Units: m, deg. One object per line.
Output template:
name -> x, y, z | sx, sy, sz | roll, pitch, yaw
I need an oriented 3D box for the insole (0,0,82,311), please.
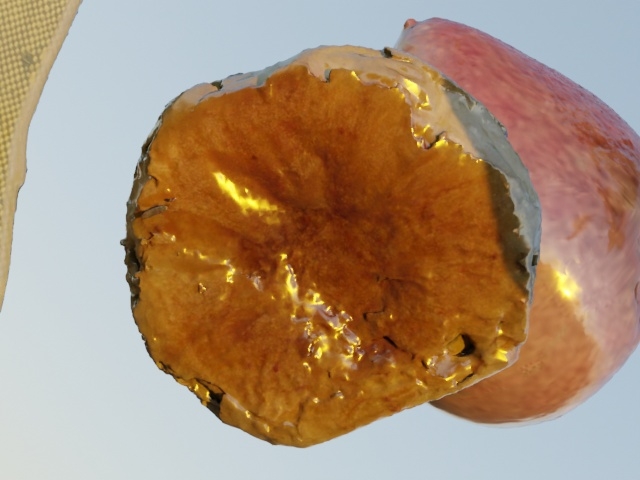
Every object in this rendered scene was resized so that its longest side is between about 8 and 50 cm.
insole -> -0.168, -0.047, 0.722 | 0.109, 0.322, 0.007 | 35, -34, -31

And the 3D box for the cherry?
cherry -> 0.103, -0.007, 0.998 | 0.239, 0.239, 0.206 | 43, -48, 10

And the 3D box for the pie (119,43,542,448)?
pie -> 0.000, 0.000, 0.720 | 0.195, 0.195, 0.046 | 50, 14, -7
